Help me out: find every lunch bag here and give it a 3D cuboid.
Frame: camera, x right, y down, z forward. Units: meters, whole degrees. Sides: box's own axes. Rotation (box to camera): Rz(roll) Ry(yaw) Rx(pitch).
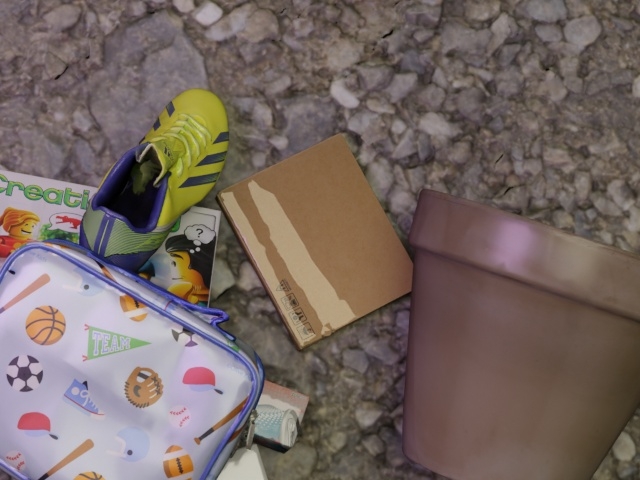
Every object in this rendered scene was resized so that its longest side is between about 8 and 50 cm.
[{"bbox_3d":[-0.208,0.144,1.750,0.303,0.115,0.243,30,90,2],"label":"lunch bag"}]

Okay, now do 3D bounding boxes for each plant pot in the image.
[{"bbox_3d":[0.215,0.124,1.876,0.323,0.323,0.280,19,91,-5],"label":"plant pot"}]

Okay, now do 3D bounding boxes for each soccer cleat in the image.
[{"bbox_3d":[-0.165,-0.078,1.885,0.093,0.121,0.289,25,48,6],"label":"soccer cleat"}]

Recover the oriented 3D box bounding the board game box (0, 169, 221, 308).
[{"bbox_3d":[-0.267,0.028,1.887,0.305,0.053,0.193,10,51,-8],"label":"board game box"}]

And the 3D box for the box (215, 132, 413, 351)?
[{"bbox_3d":[0.000,0.000,1.991,0.164,0.021,0.201,-27,82,-15],"label":"box"}]

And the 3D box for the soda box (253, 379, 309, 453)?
[{"bbox_3d":[-0.109,0.169,1.913,0.183,0.058,0.063,20,74,-4],"label":"soda box"}]

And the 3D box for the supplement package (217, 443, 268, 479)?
[{"bbox_3d":[-0.094,0.316,1.855,0.105,0.105,0.179,-16,80,-11],"label":"supplement package"}]
